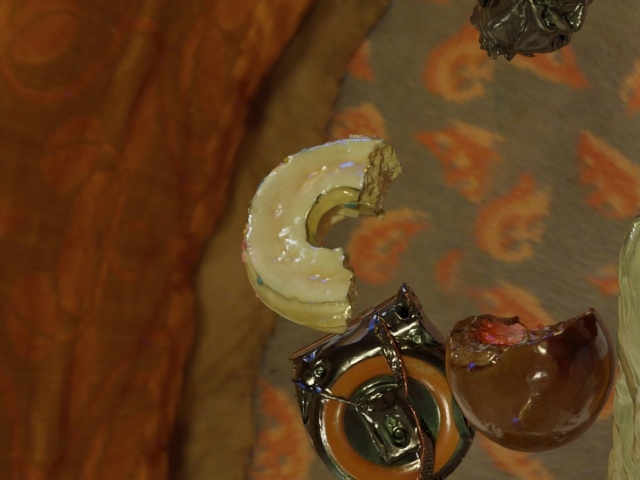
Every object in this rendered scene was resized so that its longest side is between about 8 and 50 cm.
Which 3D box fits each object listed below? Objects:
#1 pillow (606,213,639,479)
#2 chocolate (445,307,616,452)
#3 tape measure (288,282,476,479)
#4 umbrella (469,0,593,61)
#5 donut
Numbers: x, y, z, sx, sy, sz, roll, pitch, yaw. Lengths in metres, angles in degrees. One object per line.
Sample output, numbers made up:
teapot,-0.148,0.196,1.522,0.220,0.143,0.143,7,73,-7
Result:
pillow,0.243,0.143,0.788,0.281,0.274,0.076,31,55,29
chocolate,0.164,0.097,1.336,0.124,0.133,0.127,-44,91,-11
tape measure,0.078,0.186,1.999,0.202,0.135,0.223,-31,96,7
umbrella,0.231,-0.270,1.696,0.128,0.336,0.154,32,79,-6
donut,-0.003,-0.003,1.356,0.108,0.065,0.166,2,61,23
